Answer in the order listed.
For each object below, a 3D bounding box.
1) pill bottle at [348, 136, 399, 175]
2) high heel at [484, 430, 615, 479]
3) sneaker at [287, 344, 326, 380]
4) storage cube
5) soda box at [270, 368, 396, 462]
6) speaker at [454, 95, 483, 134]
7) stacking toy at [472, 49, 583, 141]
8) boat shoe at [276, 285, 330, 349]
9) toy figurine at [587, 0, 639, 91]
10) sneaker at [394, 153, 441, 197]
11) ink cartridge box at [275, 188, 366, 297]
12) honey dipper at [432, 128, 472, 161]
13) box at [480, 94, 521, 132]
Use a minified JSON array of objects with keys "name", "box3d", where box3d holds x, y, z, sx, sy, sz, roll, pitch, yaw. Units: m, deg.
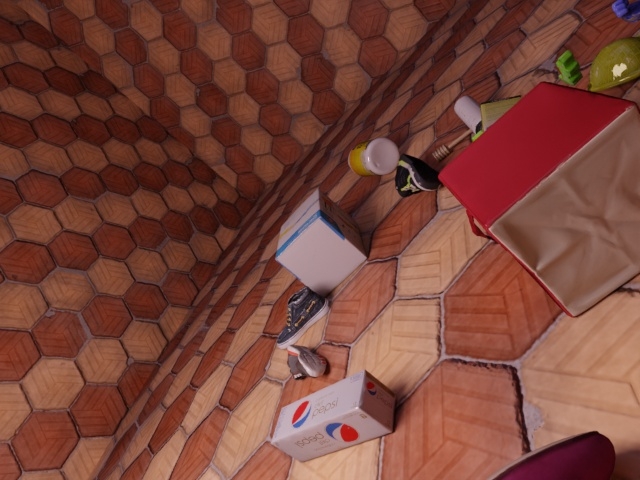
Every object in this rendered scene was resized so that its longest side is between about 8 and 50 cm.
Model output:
[{"name":"pill bottle","box3d":[0.166,-0.272,1.470,0.117,0.117,0.215,-51,17,-6]},{"name":"high heel","box3d":[0.137,0.329,0.344,0.377,0.127,0.181,-45,46,2]},{"name":"sneaker","box3d":[-0.033,0.271,0.942,0.158,0.061,0.065,-171,93,-72]},{"name":"storage cube","box3d":[0.298,-0.057,0.563,0.215,0.183,0.193,-44,19,16]},{"name":"soda box","box3d":[0.017,0.287,0.714,0.216,0.074,0.069,-37,20,36]},{"name":"speaker","box3d":[0.370,-0.298,1.066,0.055,0.055,0.136,-42,32,22]},{"name":"stacking toy","box3d":[0.333,-0.167,0.698,0.167,0.221,0.052,-46,51,13]},{"name":"boat shoe","box3d":[-0.065,0.191,1.114,0.183,0.083,0.065,-45,17,16]},{"name":"toy figurine","box3d":[0.523,-0.378,0.629,0.191,0.217,0.362,-53,18,-11]},{"name":"sneaker","box3d":[0.241,-0.147,1.129,0.235,0.084,0.097,-91,21,-67]},{"name":"ink cartridge box","box3d":[0.000,0.000,1.211,0.168,0.171,0.233,-44,18,16]},{"name":"honey dipper","box3d":[0.356,-0.262,1.123,0.160,0.030,0.030,-39,19,26]},{"name":"box","box3d":[0.370,-0.216,0.888,0.087,0.058,0.232,-6,35,20]}]
